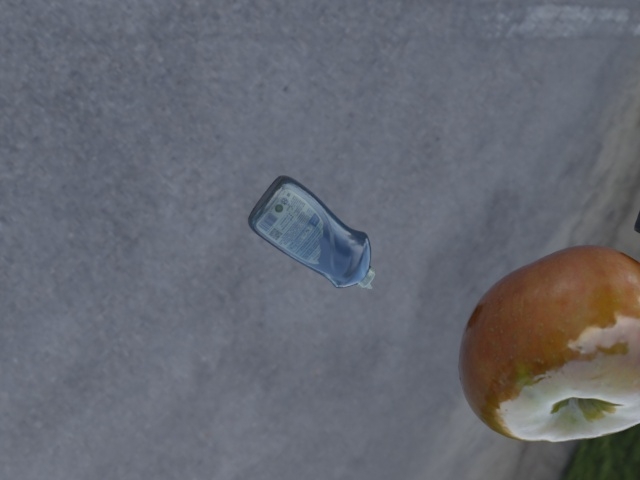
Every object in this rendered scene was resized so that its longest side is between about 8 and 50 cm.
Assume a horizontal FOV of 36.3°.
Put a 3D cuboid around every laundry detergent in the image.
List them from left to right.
[{"bbox_3d":[0.000,0.000,1.390,0.097,0.206,0.061,-52,-167,0],"label":"laundry detergent"}]

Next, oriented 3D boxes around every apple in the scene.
[{"bbox_3d":[0.255,0.106,1.013,0.235,0.173,0.210,-14,144,16],"label":"apple"}]

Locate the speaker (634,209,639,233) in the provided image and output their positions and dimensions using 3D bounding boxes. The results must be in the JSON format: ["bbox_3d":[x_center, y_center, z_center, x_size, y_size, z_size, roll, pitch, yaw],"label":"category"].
[{"bbox_3d":[0.585,-0.042,1.234,0.184,0.232,0.254,-67,-161,-12],"label":"speaker"}]
